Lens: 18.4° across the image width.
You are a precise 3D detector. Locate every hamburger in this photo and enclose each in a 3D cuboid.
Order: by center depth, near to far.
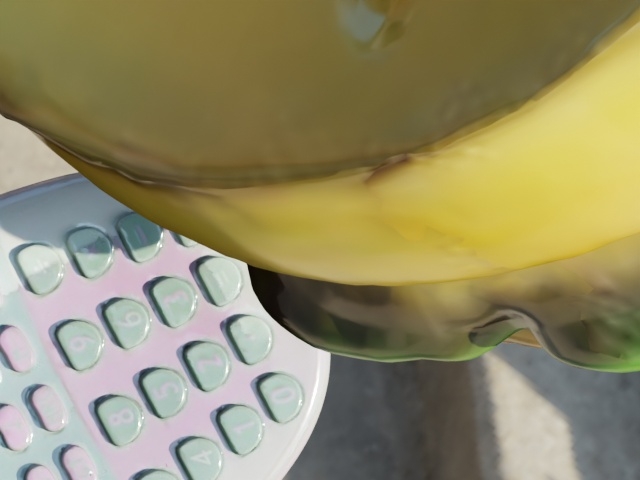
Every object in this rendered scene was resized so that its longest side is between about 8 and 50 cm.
[{"bbox_3d":[0.078,-0.146,0.670,0.277,0.396,0.396,19,30,-54],"label":"hamburger"}]

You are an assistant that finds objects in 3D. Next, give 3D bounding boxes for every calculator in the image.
[{"bbox_3d":[-0.136,0.081,0.842,0.298,0.041,0.185,-29,94,-10],"label":"calculator"}]
